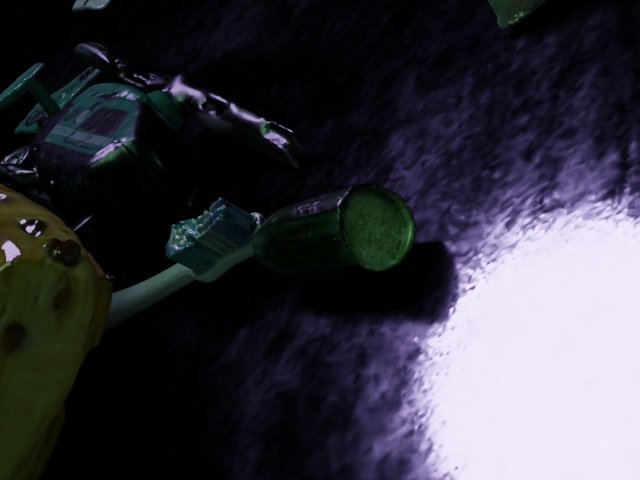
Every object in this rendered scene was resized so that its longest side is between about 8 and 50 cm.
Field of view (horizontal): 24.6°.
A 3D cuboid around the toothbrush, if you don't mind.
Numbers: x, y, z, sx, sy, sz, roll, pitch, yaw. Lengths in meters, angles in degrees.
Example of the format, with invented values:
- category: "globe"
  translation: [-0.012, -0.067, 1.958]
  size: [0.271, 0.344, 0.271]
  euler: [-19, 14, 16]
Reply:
- category: "toothbrush"
  translation: [-0.186, 0.065, 0.984]
  size: [0.418, 0.040, 0.042]
  euler: [-28, 48, 38]

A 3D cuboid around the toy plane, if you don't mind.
- category: "toy plane"
  translation: [-0.158, -0.071, 1.061]
  size: [0.155, 0.106, 0.381]
  euler: [-42, 25, -14]

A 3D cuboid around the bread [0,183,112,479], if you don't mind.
- category: "bread"
  translation: [-0.216, 0.087, 0.886]
  size: [0.235, 0.099, 0.210]
  euler: [-62, 29, 2]

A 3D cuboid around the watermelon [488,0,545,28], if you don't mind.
- category: "watermelon"
  translation: [0.145, -0.193, 0.835]
  size: [0.155, 0.101, 0.080]
  euler: [-41, 37, 28]

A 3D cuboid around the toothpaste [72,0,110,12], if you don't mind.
- category: "toothpaste"
  translation: [-0.169, -0.332, 1.497]
  size: [0.067, 0.037, 0.255]
  euler: [12, 64, 52]

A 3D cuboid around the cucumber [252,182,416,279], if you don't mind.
- category: "cucumber"
  translation: [0.000, 0.000, 0.797]
  size: [0.105, 0.048, 0.048]
  euler: [-13, 41, 50]
